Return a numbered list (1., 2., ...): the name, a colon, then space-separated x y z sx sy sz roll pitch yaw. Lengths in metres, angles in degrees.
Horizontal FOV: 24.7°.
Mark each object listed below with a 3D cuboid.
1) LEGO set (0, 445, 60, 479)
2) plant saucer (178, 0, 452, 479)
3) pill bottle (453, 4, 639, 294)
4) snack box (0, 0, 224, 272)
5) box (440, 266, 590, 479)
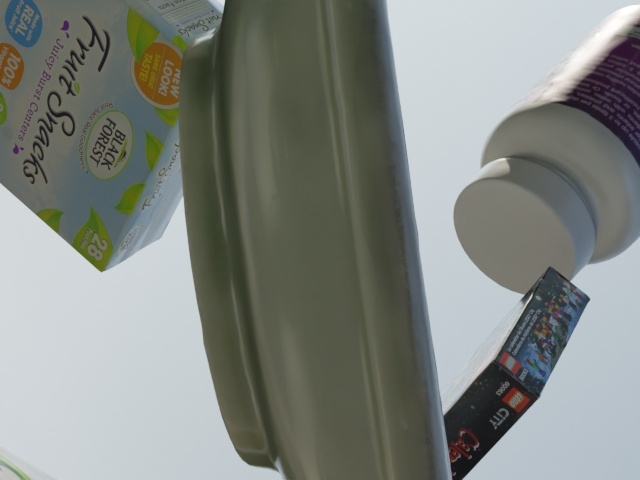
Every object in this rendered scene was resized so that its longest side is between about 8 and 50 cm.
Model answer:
1. LEGO set: -0.058 0.026 0.196 0.182 0.060 0.244 38 -3 47
2. plant saucer: 0.000 0.000 0.713 0.400 0.101 0.400 -8 90 -86
3. pill bottle: 0.254 -0.083 1.366 0.169 0.301 0.169 26 -42 26
4. snack box: -0.159 -0.112 0.893 0.207 0.070 0.174 39 -52 11
5. box: 0.111 0.141 1.152 0.044 0.159 0.233 39 -56 4
